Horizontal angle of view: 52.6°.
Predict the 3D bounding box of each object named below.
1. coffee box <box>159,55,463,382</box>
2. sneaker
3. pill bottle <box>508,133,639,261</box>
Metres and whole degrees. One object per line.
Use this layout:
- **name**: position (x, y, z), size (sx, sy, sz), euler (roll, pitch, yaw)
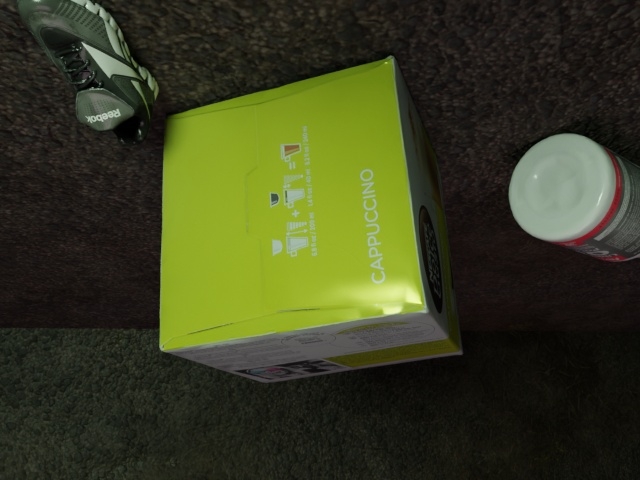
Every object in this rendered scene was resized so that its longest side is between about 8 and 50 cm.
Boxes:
- **coffee box**: position (0.000, 0.000, 0.936), size (0.338, 0.338, 0.334), euler (-10, 159, 16)
- **sneaker**: position (-0.249, -0.181, 0.724), size (0.078, 0.106, 0.234), euler (-9, 159, 10)
- **pill bottle**: position (0.484, -0.059, 1.117), size (0.318, 0.176, 0.176), euler (13, 153, -39)
